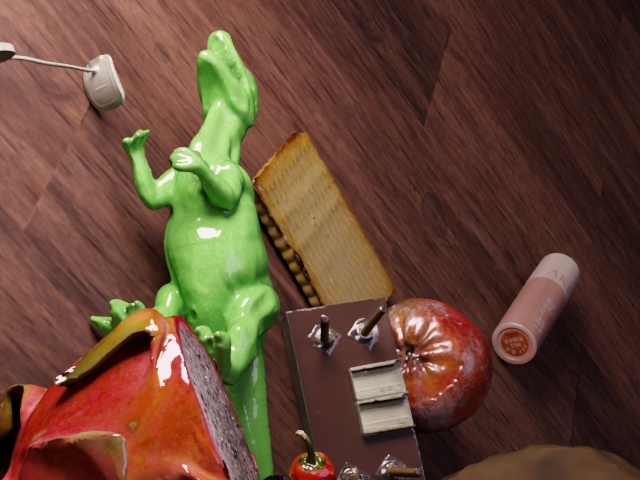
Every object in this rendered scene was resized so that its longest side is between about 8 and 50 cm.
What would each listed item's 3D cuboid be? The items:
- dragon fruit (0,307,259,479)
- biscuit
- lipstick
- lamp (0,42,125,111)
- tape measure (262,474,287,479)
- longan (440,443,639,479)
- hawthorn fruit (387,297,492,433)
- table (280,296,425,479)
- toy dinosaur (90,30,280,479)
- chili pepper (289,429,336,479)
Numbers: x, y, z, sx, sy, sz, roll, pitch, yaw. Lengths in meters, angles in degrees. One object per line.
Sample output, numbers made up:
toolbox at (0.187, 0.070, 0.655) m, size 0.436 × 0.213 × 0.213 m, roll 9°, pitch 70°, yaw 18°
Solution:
dragon fruit at (-0.170, 0.225, 1.238) m, size 0.305 × 0.225 × 0.305 m, roll 157°, pitch -90°, yaw -89°
biscuit at (0.000, 0.000, 1.802) m, size 0.254 × 0.029 × 0.172 m, roll 61°, pitch 33°, yaw -16°
lipstick at (0.331, 0.100, 2.216) m, size 0.070 × 0.070 × 0.254 m, roll 63°, pitch 32°, yaw -12°
lamp at (-0.273, -0.164, 1.450) m, size 0.198 × 0.050 × 0.056 m, roll -2°, pitch 76°, yaw -58°
tape measure at (-0.033, 0.368, 1.416) m, size 0.202 × 0.135 × 0.223 m, roll 71°, pitch 20°, yaw -53°
longan at (0.231, 0.448, 1.552) m, size 0.404 × 0.404 × 0.436 m, roll -43°, pitch 124°, yaw -57°
hawthorn fruit at (0.131, 0.158, 1.789) m, size 0.173 × 0.173 × 0.173 m, roll 34°, pitch 46°, yaw -44°
table at (0.045, 0.183, 1.640) m, size 0.121 × 0.111 × 0.240 m, roll -9°, pitch 76°, yaw -15°
toy dinosaur at (-0.083, 0.071, 1.585) m, size 0.374 × 0.144 × 0.500 m, roll -70°, pitch 145°, yaw -48°
chili pepper at (-0.005, 0.272, 1.523) m, size 0.059 × 0.050 × 0.191 m, roll -100°, pitch -177°, yaw -52°
